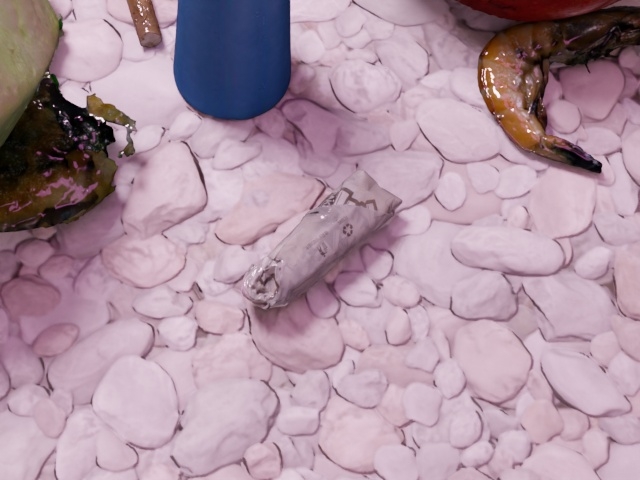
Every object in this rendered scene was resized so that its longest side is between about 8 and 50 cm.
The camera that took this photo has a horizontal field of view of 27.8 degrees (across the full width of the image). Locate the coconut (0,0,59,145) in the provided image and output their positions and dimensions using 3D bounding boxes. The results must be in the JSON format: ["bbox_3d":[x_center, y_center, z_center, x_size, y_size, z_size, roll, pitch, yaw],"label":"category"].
[{"bbox_3d":[-0.403,-0.181,1.200,0.328,0.328,0.281,2,36,-3],"label":"coconut"}]

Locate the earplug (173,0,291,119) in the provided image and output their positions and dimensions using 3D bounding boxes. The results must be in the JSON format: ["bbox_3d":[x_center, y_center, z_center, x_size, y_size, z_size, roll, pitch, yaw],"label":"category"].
[{"bbox_3d":[-0.088,-0.253,1.332,0.132,0.273,0.132,2,62,-4],"label":"earplug"}]

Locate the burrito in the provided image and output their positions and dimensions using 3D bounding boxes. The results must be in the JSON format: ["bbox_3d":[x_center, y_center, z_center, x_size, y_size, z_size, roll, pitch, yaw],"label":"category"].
[{"bbox_3d":[0.000,-0.001,1.329,0.064,0.064,0.203,41,66,16],"label":"burrito"}]

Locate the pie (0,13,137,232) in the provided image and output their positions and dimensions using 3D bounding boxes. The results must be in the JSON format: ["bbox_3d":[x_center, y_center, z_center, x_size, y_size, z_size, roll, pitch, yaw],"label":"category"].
[{"bbox_3d":[-0.374,-0.156,1.374,0.296,0.078,0.371,-22,67,-14],"label":"pie"}]

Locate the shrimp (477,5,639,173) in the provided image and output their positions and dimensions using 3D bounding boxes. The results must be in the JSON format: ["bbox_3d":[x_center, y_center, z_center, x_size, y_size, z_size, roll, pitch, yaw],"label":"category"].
[{"bbox_3d":[0.312,-0.173,1.452,0.262,0.051,0.198,-16,72,-9],"label":"shrimp"}]

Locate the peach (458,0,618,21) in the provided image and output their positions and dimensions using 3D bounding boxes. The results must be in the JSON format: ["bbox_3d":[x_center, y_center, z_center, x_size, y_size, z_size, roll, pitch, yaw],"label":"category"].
[{"bbox_3d":[0.227,-0.423,1.417,0.416,0.339,0.353,15,106,-11],"label":"peach"}]

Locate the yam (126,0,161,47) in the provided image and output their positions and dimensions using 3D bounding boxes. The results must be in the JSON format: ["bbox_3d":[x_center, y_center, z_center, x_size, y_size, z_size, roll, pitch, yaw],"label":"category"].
[{"bbox_3d":[-0.211,-0.285,1.479,0.032,0.032,0.145,-15,66,-12],"label":"yam"}]
